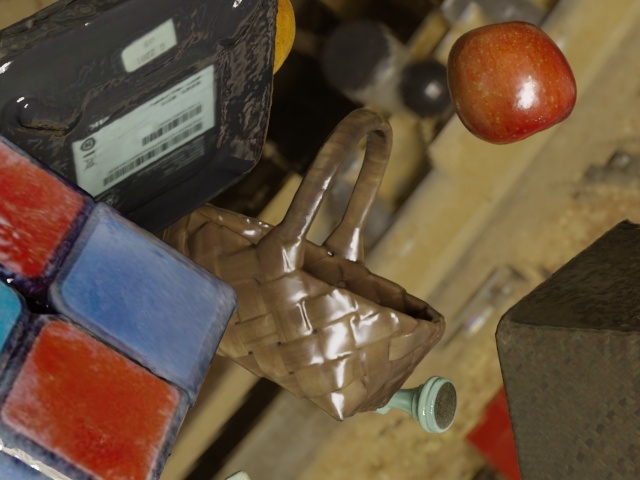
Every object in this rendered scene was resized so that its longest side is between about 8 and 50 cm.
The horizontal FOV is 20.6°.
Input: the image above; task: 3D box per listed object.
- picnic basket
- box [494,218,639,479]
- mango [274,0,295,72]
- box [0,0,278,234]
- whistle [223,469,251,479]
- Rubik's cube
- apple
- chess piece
[{"bbox_3d":[0.000,0.000,1.954,0.337,0.337,0.293,-54,168,8],"label":"picnic basket"},{"bbox_3d":[0.230,0.142,1.101,0.184,0.143,0.273,-30,116,-46],"label":"box"},{"bbox_3d":[-0.098,-0.218,1.943,0.165,0.115,0.089,-43,-171,-15],"label":"mango"},{"bbox_3d":[-0.192,-0.121,1.697,0.359,0.091,0.350,-32,153,-24],"label":"box"},{"bbox_3d":[-0.041,0.397,2.156,0.067,0.258,0.126,-38,166,17],"label":"whistle"},{"bbox_3d":[-0.300,0.138,1.470,0.316,0.318,0.313,-51,-169,36],"label":"Rubik's cube"},{"bbox_3d":[0.270,-0.223,2.488,0.181,0.168,0.181,-17,178,-1],"label":"apple"},{"bbox_3d":[0.101,0.186,2.051,0.067,0.103,0.067,-12,105,-57],"label":"chess piece"}]
